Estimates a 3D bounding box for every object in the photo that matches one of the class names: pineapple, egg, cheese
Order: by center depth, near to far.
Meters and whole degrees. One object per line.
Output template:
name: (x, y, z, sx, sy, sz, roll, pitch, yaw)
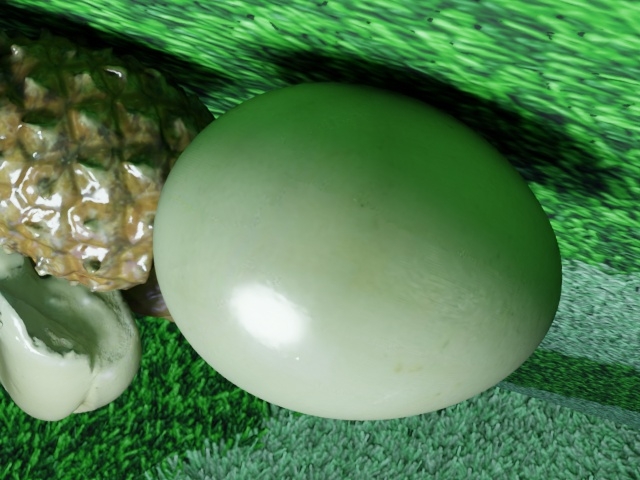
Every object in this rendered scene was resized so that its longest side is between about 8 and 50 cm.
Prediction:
egg: (0.027, 0.009, 0.835, 0.253, 0.189, 0.188, 16, 174, -32)
pineapple: (-0.206, -0.087, 0.894, 0.278, 0.158, 0.158, 32, 168, -16)
cheese: (-0.249, 0.026, 1.270, 0.127, 0.266, 0.233, -23, 163, -17)

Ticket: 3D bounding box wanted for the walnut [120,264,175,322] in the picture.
walnut: (-0.137, 0.007, 1.382, 0.166, 0.149, 0.166, -12, -176, 1)
